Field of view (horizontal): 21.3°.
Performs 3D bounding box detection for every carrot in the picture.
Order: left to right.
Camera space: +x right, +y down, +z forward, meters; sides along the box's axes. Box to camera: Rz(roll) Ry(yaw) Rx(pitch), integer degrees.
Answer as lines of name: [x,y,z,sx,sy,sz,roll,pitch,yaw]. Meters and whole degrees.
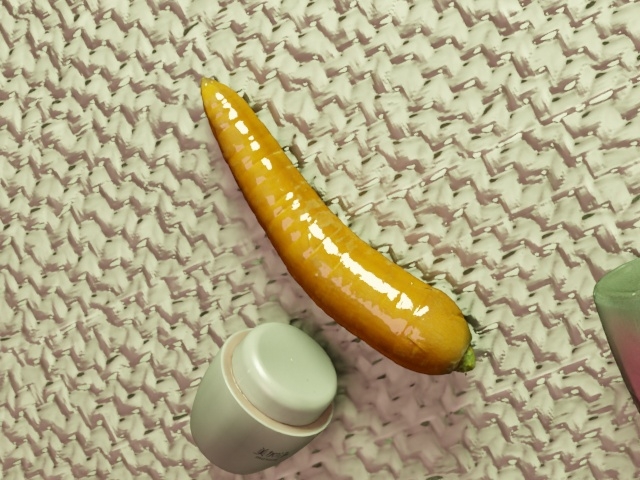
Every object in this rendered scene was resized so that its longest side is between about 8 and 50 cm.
carrot: [-0.001,0.000,1.152,0.271,0.062,0.066,42,150,12]

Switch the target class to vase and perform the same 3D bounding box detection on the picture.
vase: [0.239,0.117,1.064,0.086,0.086,0.214,-11,104,27]

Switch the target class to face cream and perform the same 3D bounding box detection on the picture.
face cream: [-0.041,0.111,1.182,0.091,0.091,0.095,44,126,7]
